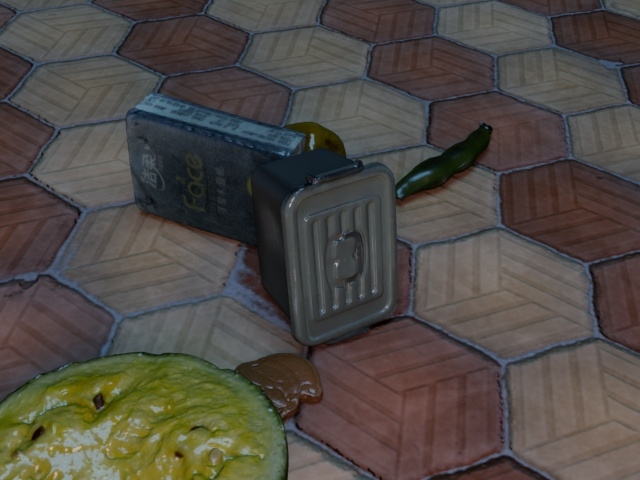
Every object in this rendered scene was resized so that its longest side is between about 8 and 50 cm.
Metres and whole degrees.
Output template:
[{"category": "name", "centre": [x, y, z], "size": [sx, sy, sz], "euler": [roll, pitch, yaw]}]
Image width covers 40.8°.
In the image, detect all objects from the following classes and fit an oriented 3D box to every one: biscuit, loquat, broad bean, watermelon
[{"category": "biscuit", "centre": [-0.062, 0.181, 1.052], "size": [0.130, 0.019, 0.102], "euler": [-20, 44, -25]}, {"category": "loquat", "centre": [-0.026, -0.121, 1.356], "size": [0.137, 0.113, 0.137], "euler": [6, 59, -11]}, {"category": "broad bean", "centre": [0.222, -0.134, 1.439], "size": [0.060, 0.043, 0.297], "euler": [21, 40, 37]}, {"category": "watermelon", "centre": [-0.195, 0.264, 0.816], "size": [0.330, 0.189, 0.331], "euler": [0, 22, 0]}]

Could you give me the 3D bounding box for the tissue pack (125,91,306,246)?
[{"category": "tissue pack", "centre": [-0.149, -0.097, 1.255], "size": [0.257, 0.185, 0.081], "euler": [17, 41, 16]}]

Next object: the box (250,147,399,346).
[{"category": "box", "centre": [0.000, 0.000, 1.121], "size": [0.163, 0.243, 0.135], "euler": [-20, 32, -25]}]
